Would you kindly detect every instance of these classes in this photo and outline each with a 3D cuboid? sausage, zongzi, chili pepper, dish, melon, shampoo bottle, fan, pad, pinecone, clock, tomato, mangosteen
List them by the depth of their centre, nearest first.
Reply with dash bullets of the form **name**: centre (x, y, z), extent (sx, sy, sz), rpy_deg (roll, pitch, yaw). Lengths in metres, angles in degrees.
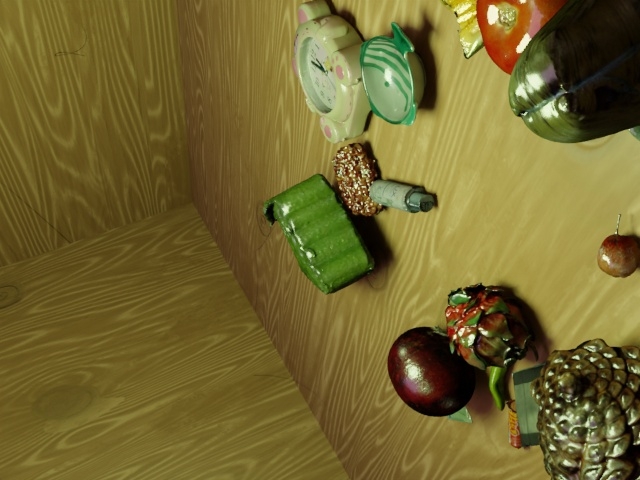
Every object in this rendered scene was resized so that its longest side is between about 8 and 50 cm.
- **zongzi**: centre (0.345, -0.314, 0.767), extent (0.160, 0.323, 0.360), rpy_deg (160, 92, -76)
- **tomato**: centre (0.331, -0.350, 0.996), extent (0.195, 0.136, 0.195), rpy_deg (47, 147, 44)
- **pinecone**: centre (0.497, 0.334, 1.094), extent (0.298, 0.242, 0.295), rpy_deg (-112, 6, -72)
- **melon**: centre (0.280, -0.416, 1.150), extent (0.128, 0.079, 0.160), rpy_deg (-21, 90, 50)
- **pad**: centre (0.474, 0.344, 1.374), extent (0.233, 0.022, 0.174), rpy_deg (125, 145, -66)
- **dish**: centre (0.176, -0.368, 1.417), extent (0.224, 0.078, 0.246), rpy_deg (60, 158, 20)
- **chili pepper**: centre (0.422, 0.316, 1.520), extent (0.050, 0.052, 0.201), rpy_deg (17, 132, 24)
- **sausage**: centre (0.466, 0.444, 1.541), extent (0.050, 0.048, 0.145), rpy_deg (5, 123, 24)
- **shampoo bottle**: centre (0.202, -0.109, 1.614), extent (0.214, 0.072, 0.072), rpy_deg (24, 132, 60)
- **mangosteen**: centre (0.302, 0.307, 1.630), extent (0.261, 0.236, 0.235), rpy_deg (-47, 56, 17)
- **clock**: centre (0.026, -0.438, 1.663), extent (0.309, 0.114, 0.284), rpy_deg (58, 158, 27)
- **fan**: centre (0.354, 0.458, 1.866), extent (0.240, 0.009, 0.131), rpy_deg (18, 124, 63)

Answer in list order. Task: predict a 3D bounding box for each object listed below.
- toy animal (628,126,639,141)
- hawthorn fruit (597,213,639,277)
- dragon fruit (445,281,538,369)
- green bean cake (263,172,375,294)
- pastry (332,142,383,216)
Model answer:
- **toy animal**: centre (0.504, -0.111, 0.876), extent (0.125, 0.127, 0.251), rpy_deg (77, 174, -51)
- **hawthorn fruit**: centre (0.486, 0.009, 1.063), extent (0.067, 0.067, 0.103), rpy_deg (14, 120, 64)
- **dragon fruit**: centre (0.358, 0.189, 1.394), extent (0.182, 0.182, 0.188), rpy_deg (100, 161, -53)
- **green bean cake**: centre (0.000, 0.000, 1.878), extent (0.319, 0.218, 0.335), rpy_deg (60, -179, 11)
- **pastry**: centre (0.102, -0.161, 1.751), extent (0.097, 0.115, 0.208), rpy_deg (-118, 5, -77)
